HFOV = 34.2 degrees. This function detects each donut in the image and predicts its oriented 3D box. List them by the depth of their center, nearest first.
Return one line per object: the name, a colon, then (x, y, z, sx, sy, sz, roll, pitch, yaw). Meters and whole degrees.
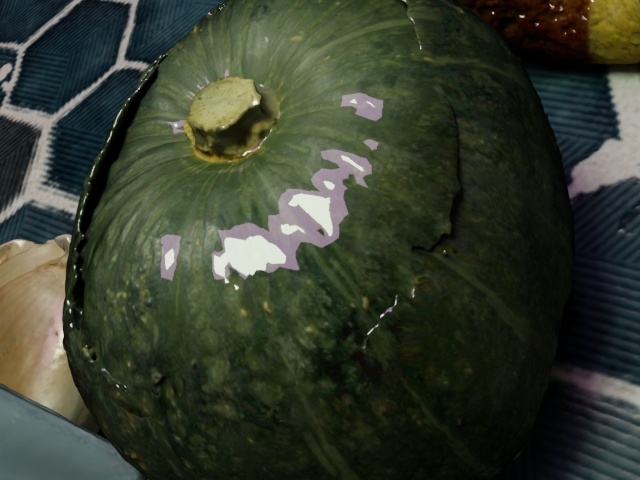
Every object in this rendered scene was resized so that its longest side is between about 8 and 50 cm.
donut: (0.184, -0.189, 0.744, 0.294, 0.151, 0.112, 11, 74, 27)

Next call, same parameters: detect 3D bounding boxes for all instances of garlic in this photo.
garlic: (-0.240, 0.097, 0.830, 0.228, 0.110, 0.217, -32, 55, 23)

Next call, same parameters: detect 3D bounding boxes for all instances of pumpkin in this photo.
pumpkin: (0.000, 0.000, 0.628, 0.291, 0.257, 0.328, -9, 56, 25)

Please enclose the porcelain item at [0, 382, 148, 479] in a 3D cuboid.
porcelain item: (-0.275, 0.277, 0.620, 0.178, 0.242, 0.405, 2, 62, 62)
